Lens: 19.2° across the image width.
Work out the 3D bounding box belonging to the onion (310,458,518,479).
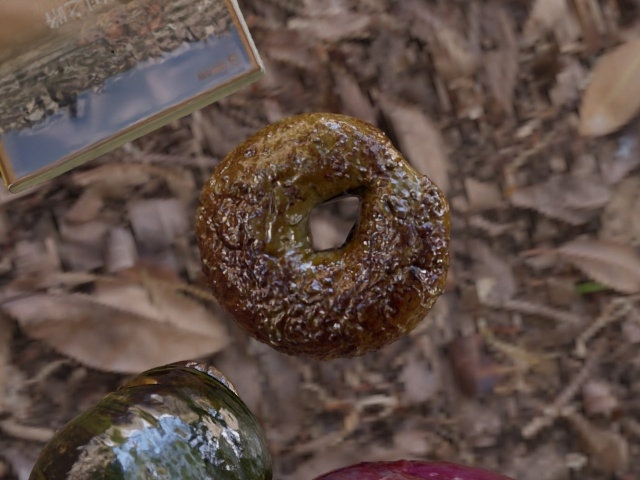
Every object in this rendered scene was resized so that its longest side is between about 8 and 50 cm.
[{"bbox_3d":[0.064,0.247,1.133,0.246,0.246,0.190,-32,137,-34],"label":"onion"}]

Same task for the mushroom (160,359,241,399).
[{"bbox_3d":[-0.134,0.177,1.884,0.123,0.123,0.052,57,25,-13],"label":"mushroom"}]

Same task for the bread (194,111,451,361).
[{"bbox_3d":[0.000,0.000,1.373,0.064,0.193,0.193,-28,101,-78],"label":"bread"}]

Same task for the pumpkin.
[{"bbox_3d":[-0.086,0.133,1.039,0.119,0.107,0.183,55,31,-6],"label":"pumpkin"}]

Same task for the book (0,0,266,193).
[{"bbox_3d":[-0.236,-0.260,1.777,0.262,0.028,0.374,-24,73,4],"label":"book"}]
